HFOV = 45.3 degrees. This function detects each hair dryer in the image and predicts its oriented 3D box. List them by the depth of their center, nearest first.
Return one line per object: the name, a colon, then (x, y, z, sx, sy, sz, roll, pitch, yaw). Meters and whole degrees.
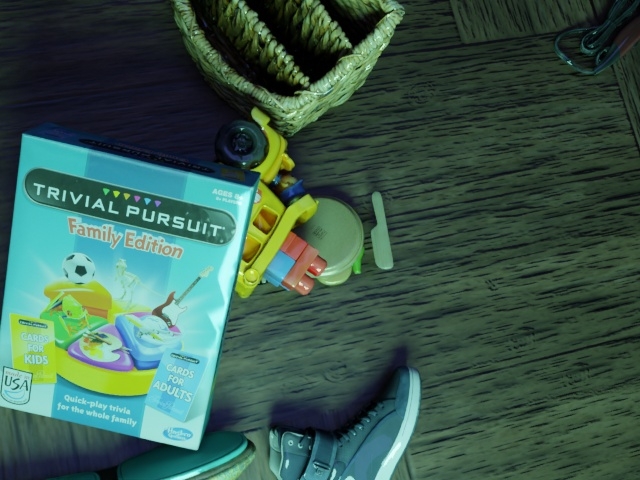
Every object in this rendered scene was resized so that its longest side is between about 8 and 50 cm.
hair dryer: (0.532, -0.364, 1.264, 0.294, 0.080, 0.223, 9, 91, -3)

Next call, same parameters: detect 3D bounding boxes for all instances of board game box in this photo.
board game box: (-0.230, 0.058, 0.896, 0.254, 0.079, 0.336, 13, 108, -2)

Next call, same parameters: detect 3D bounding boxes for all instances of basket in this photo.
basket: (-0.073, -0.316, 1.042, 0.213, 0.223, 0.299, -36, 87, -17)

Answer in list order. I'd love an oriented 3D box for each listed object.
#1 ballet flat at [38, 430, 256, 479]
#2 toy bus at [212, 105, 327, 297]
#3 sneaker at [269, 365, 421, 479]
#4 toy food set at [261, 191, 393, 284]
ballet flat: (-0.243, 0.323, 0.922, 0.349, 0.123, 0.123, -12, 79, -14)
toy bus: (-0.077, -0.031, 1.006, 0.211, 0.149, 0.220, 31, 73, 0)
sneaker: (0.028, 0.243, 0.998, 0.163, 0.086, 0.226, 27, 74, -7)
toy food set: (0.000, 0.000, 1.080, 0.192, 0.038, 0.132, -6, 71, 1)
